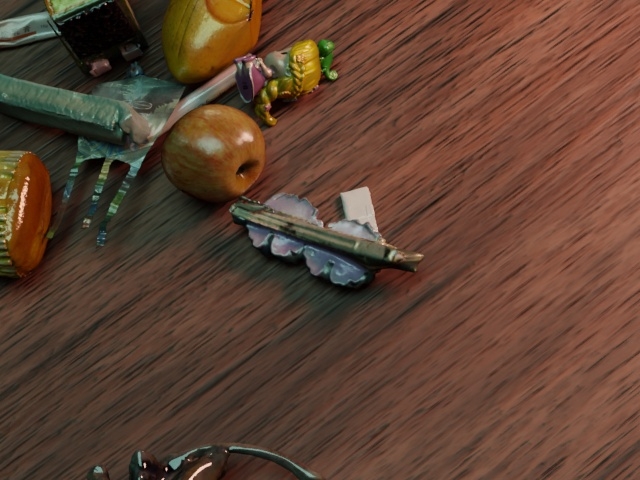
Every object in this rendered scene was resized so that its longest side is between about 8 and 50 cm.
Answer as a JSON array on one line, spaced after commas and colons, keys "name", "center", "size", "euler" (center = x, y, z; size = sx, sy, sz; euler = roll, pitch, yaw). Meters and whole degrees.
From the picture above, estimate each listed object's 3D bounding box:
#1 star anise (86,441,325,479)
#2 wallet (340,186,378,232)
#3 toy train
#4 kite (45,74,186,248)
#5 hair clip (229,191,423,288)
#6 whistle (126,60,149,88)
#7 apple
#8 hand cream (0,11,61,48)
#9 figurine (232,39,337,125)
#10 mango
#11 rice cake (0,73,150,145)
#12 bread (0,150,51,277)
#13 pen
[{"name": "star anise", "center": [-0.203, 0.386, 1.541], "size": [0.359, 0.139, 0.316], "euler": [16, 74, 1]}, {"name": "wallet", "center": [0.056, -0.039, 1.768], "size": [0.044, 0.011, 0.083], "euler": [-13, 61, 3]}, {"name": "toy train", "center": [-0.359, -0.382, 1.894], "size": [0.134, 0.261, 0.177], "euler": [-25, 74, -2]}, {"name": "kite", "center": [-0.326, -0.127, 1.849], "size": [0.169, 0.015, 0.310], "euler": [9, 61, 26]}, {"name": "hair clip", "center": [0.000, 0.000, 1.720], "size": [0.292, 0.084, 0.106], "euler": [18, 82, 24]}, {"name": "whistle", "center": [-0.283, -0.248, 1.933], "size": [0.033, 0.029, 0.083], "euler": [-52, 53, 24]}, {"name": "apple", "center": [-0.149, -0.124, 1.774], "size": [0.131, 0.146, 0.146], "euler": [32, 72, 35]}, {"name": "hand cream", "center": [-0.505, -0.342, 2.023], "size": [0.216, 0.038, 0.052], "euler": [-13, 88, -1]}, {"name": "figurine", "center": [-0.044, -0.242, 1.863], "size": [0.156, 0.115, 0.095], "euler": [-21, 25, -23]}, {"name": "mango", "center": [-0.164, -0.348, 1.906], "size": [0.154, 0.126, 0.252], "euler": [16, 68, 16]}, {"name": "rice cake", "center": [-0.403, -0.205, 1.881], "size": [0.336, 0.066, 0.063], "euler": [18, 76, 29]}, {"name": "bread", "center": [-0.454, -0.039, 1.794], "size": [0.114, 0.132, 0.190], "euler": [2, 67, 12]}, {"name": "pen", "center": [-0.207, -0.206, 1.894], "size": [0.269, 0.033, 0.033], "euler": [-36, 62, -10]}]
